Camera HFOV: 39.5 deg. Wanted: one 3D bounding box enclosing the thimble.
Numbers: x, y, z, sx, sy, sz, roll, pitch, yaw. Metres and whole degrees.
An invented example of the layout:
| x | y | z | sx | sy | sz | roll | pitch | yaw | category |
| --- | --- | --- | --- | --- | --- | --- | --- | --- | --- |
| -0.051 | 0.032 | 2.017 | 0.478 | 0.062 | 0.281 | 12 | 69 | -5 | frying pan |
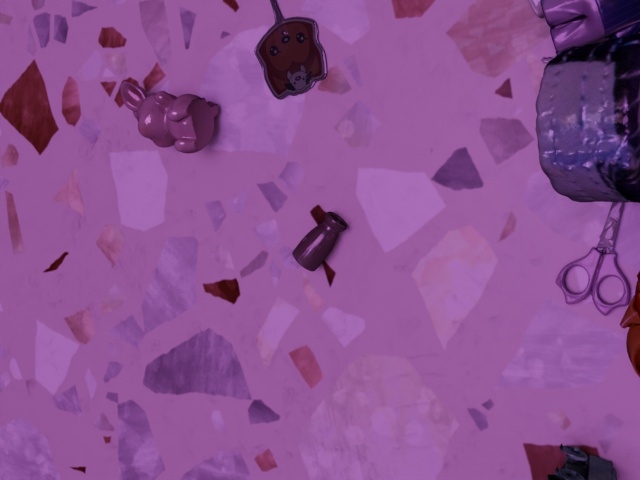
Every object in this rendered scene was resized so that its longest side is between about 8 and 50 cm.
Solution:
| x | y | z | sx | sy | sz | roll | pitch | yaw | category |
| --- | --- | --- | --- | --- | --- | --- | --- | --- | --- |
| 0.390 | -0.153 | 1.189 | 0.150 | 0.237 | 0.237 | -2 | 92 | 43 | thimble |

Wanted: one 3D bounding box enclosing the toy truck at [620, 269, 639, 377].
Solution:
| x | y | z | sx | sy | sz | roll | pitch | yaw | category |
| --- | --- | --- | --- | --- | --- | --- | --- | --- | --- |
| 0.519 | 0.075 | 1.192 | 0.189 | 0.239 | 0.265 | 38 | 69 | 22 | toy truck |

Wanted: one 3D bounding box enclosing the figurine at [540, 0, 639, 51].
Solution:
| x | y | z | sx | sy | sz | roll | pitch | yaw | category |
| --- | --- | --- | --- | --- | --- | --- | --- | --- | --- |
| 0.439 | -0.347 | 1.212 | 0.274 | 0.133 | 0.194 | 6 | 107 | 19 | figurine |

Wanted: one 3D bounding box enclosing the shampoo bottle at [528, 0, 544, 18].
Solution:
| x | y | z | sx | sy | sz | roll | pitch | yaw | category |
| --- | --- | --- | --- | --- | --- | --- | --- | --- | --- |
| 0.400 | -0.459 | 1.268 | 0.284 | 0.071 | 0.153 | -30 | 86 | 28 | shampoo bottle |

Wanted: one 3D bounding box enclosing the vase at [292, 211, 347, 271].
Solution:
| x | y | z | sx | sy | sz | roll | pitch | yaw | category |
| --- | --- | --- | --- | --- | --- | --- | --- | --- | --- |
| 0.000 | 0.000 | 1.533 | 0.053 | 0.053 | 0.101 | 45 | 109 | 19 | vase |

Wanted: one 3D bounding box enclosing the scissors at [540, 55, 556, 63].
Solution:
| x | y | z | sx | sy | sz | roll | pitch | yaw | category |
| --- | --- | --- | --- | --- | --- | --- | --- | --- | --- |
| 0.410 | -0.261 | 1.303 | 0.176 | 0.022 | 0.086 | 9 | 89 | 27 | scissors |

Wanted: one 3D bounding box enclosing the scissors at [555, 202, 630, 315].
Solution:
| x | y | z | sx | sy | sz | roll | pitch | yaw | category |
| --- | --- | --- | --- | --- | --- | --- | --- | --- | --- |
| 0.422 | 0.003 | 1.315 | 0.110 | 0.021 | 0.212 | 19 | 103 | 25 | scissors |

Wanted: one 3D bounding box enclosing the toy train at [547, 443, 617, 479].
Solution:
| x | y | z | sx | sy | sz | roll | pitch | yaw | category |
| --- | --- | --- | --- | --- | --- | --- | --- | --- | --- |
| 0.378 | 0.353 | 1.279 | 0.099 | 0.172 | 0.070 | 19 | 102 | 15 | toy train |

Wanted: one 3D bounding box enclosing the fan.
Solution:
| x | y | z | sx | sy | sz | roll | pitch | yaw | category |
| --- | --- | --- | --- | --- | --- | --- | --- | --- | --- |
| -0.064 | -0.361 | 1.570 | 0.132 | 0.009 | 0.220 | -22 | 84 | 26 | fan |

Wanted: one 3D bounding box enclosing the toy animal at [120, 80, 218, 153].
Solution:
| x | y | z | sx | sy | sz | roll | pitch | yaw | category |
| --- | --- | --- | --- | --- | --- | --- | --- | --- | --- |
| -0.296 | -0.222 | 1.653 | 0.212 | 0.124 | 0.124 | 11 | 98 | 35 | toy animal |
